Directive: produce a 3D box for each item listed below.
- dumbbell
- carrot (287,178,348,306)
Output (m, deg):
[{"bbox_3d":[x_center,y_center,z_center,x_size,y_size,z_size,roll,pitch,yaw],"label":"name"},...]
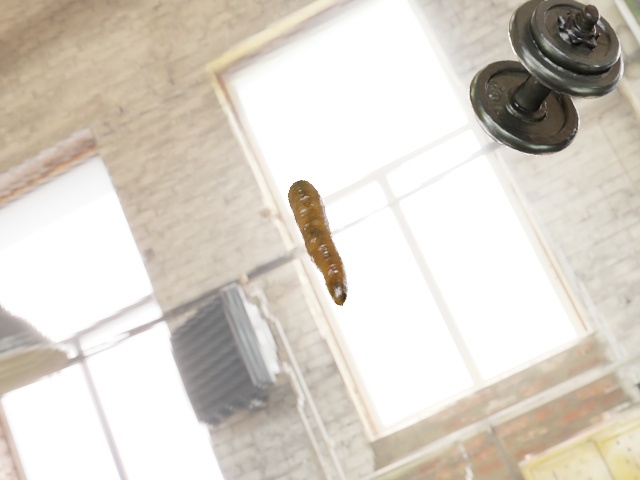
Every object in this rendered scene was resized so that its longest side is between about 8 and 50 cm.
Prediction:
[{"bbox_3d":[0.345,-0.250,1.591,0.192,0.192,0.290,-14,-27,-29],"label":"dumbbell"},{"bbox_3d":[-0.002,0.000,1.016,0.035,0.165,0.036,-11,-42,-10],"label":"carrot"}]
